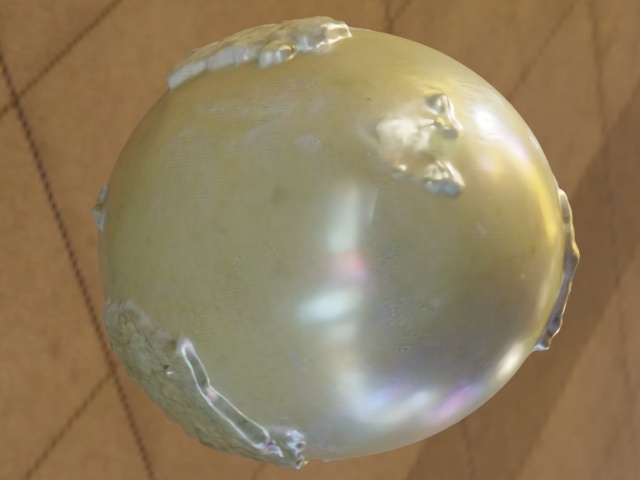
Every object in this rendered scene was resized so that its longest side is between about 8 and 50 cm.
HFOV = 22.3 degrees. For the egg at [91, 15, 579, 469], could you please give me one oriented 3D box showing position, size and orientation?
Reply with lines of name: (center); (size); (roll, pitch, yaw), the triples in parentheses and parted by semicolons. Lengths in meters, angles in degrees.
egg: (0.001, 0.004, 0.588); (0.164, 0.201, 0.164); (3, 84, -30)
